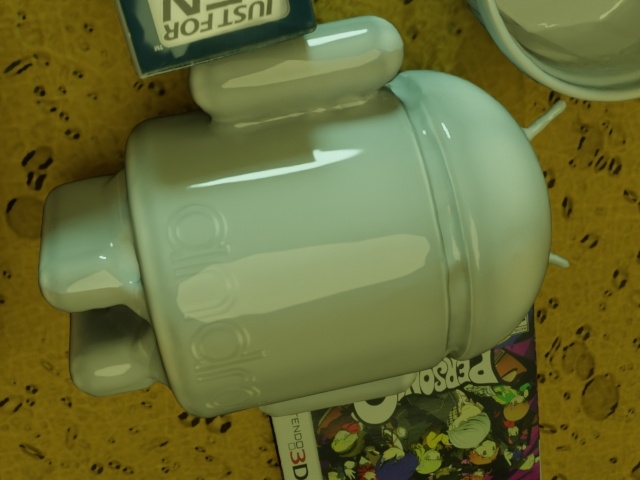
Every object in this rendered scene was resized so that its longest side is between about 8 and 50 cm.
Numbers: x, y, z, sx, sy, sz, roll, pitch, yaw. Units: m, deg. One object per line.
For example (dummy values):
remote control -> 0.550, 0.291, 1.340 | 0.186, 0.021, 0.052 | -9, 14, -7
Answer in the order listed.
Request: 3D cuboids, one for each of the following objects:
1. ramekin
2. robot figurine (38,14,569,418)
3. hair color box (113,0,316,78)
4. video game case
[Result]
ramekin -> 0.185, -0.206, 0.610 | 0.207, 0.109, 0.207 | -4, 114, -10
robot figurine -> 0.000, 0.000, 0.611 | 0.353, 0.200, 0.300 | -12, 129, -6
hair color box -> -0.101, -0.281, 0.480 | 0.105, 0.174, 0.347 | -16, 116, -6
video game case -> 0.071, 0.142, 0.777 | 0.231, 0.042, 0.210 | -12, 117, -7
